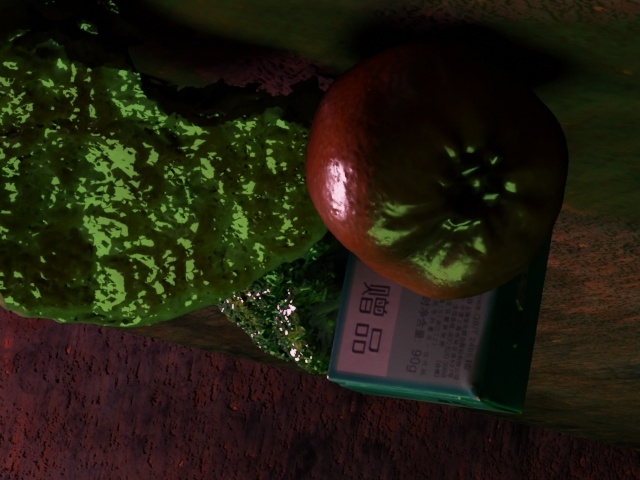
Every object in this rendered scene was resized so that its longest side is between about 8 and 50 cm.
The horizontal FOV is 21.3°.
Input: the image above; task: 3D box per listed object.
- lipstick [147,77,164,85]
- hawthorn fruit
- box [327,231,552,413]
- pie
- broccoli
[{"bbox_3d":[-0.182,-0.121,1.600,0.040,0.040,0.141,16,168,-21],"label":"lipstick"},{"bbox_3d":[0.070,-0.061,1.313,0.199,0.199,0.251,16,-178,-25],"label":"hawthorn fruit"},{"bbox_3d":[0.110,0.018,1.469,0.153,0.244,0.092,6,169,31],"label":"box"},{"bbox_3d":[-0.157,-0.050,1.395,0.371,0.296,0.078,19,-153,-33],"label":"pie"},{"bbox_3d":[0.000,0.000,1.635,0.242,0.261,0.269,-11,128,1],"label":"broccoli"}]
